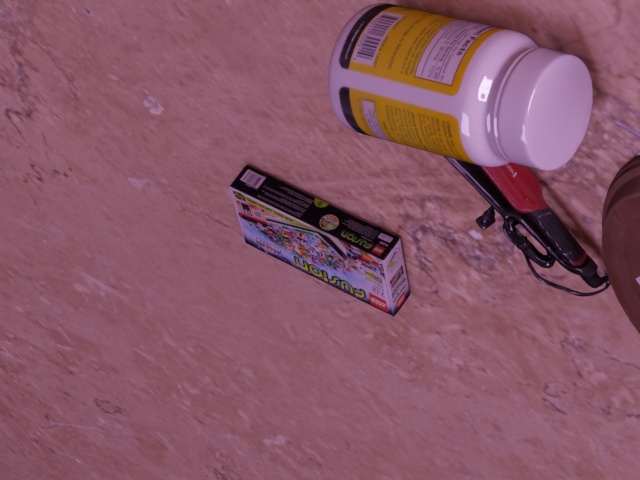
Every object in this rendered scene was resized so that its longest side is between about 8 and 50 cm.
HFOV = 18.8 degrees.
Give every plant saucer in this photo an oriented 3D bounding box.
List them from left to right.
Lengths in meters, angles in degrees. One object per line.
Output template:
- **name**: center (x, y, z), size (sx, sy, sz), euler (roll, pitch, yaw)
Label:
- **plant saucer**: center (0.346, 0.047, 1.687), size (0.278, 0.041, 0.278), euler (40, 153, 25)

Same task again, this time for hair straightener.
- **hair straightener**: center (0.193, -0.026, 1.844), size (0.230, 0.047, 0.089), euler (43, 155, -21)

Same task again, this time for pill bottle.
- **pill bottle**: center (0.120, -0.130, 1.662), size (0.208, 0.119, 0.119), euler (18, 149, 37)

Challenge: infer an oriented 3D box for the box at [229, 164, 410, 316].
- **box**: center (0.000, 0.000, 2.142), size (0.207, 0.036, 0.114), euler (26, 153, 25)

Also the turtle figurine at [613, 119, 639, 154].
- **turtle figurine**: center (0.334, -0.122, 1.404), size (0.234, 0.118, 0.175), euler (14, 106, 39)
